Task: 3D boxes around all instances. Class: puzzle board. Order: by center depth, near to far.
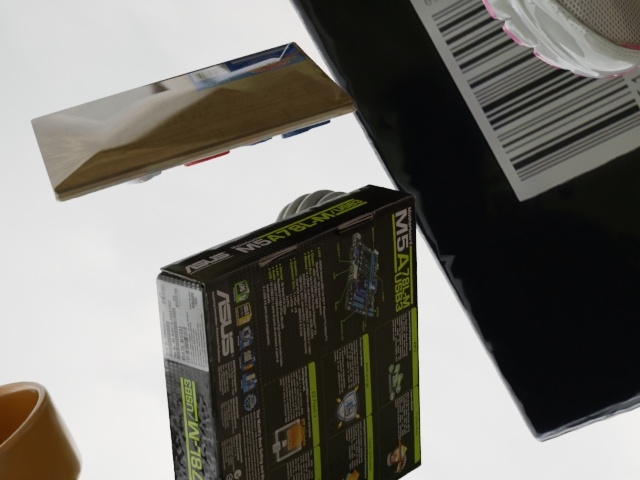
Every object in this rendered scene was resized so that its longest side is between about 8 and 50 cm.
[{"bbox_3d":[-0.058,-0.052,0.640,0.128,0.011,0.096,-17,-154,-9],"label":"puzzle board"}]

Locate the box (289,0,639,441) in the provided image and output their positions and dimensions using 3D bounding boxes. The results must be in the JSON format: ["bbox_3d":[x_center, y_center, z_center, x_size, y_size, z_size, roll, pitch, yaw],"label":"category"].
[{"bbox_3d":[0.217,-0.179,1.181,0.480,0.297,0.472,61,-156,-7],"label":"box"}]

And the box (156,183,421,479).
[{"bbox_3d":[-0.011,0.081,0.882,0.045,0.191,0.184,13,-154,37],"label":"box"}]

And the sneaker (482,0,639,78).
[{"bbox_3d":[0.120,-0.185,0.683,0.252,0.111,0.103,62,-144,-32],"label":"sneaker"}]

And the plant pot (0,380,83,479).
[{"bbox_3d":[-0.223,0.224,0.956,0.188,0.205,0.205,63,-151,-14],"label":"plant pot"}]

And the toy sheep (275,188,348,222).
[{"bbox_3d":[0.000,0.000,1.215,0.091,0.132,0.091,-8,-81,-52],"label":"toy sheep"}]
